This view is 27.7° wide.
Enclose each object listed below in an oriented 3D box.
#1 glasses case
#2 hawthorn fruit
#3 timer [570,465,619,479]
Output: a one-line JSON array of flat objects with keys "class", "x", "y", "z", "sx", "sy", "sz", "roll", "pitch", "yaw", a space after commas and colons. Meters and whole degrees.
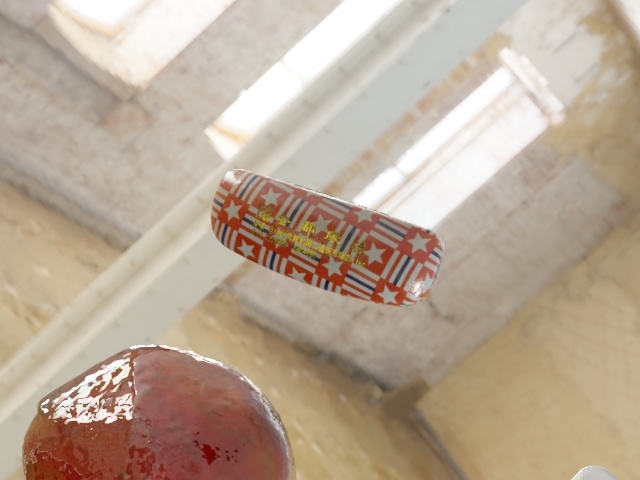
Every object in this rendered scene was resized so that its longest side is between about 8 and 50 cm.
[{"class": "glasses case", "x": 0.000, "y": 0.000, "z": 1.025, "sx": 0.194, "sy": 0.073, "sz": 0.049, "roll": 18, "pitch": -178, "yaw": 18}, {"class": "hawthorn fruit", "x": -0.138, "y": 0.245, "z": 1.271, "sx": 0.265, "sy": 0.265, "sz": 0.307, "roll": 42, "pitch": 171, "yaw": -35}, {"class": "timer", "x": 0.267, "y": 0.369, "z": 1.285, "sx": 0.194, "sy": 0.192, "sz": 0.195, "roll": 43, "pitch": 165, "yaw": 19}]
